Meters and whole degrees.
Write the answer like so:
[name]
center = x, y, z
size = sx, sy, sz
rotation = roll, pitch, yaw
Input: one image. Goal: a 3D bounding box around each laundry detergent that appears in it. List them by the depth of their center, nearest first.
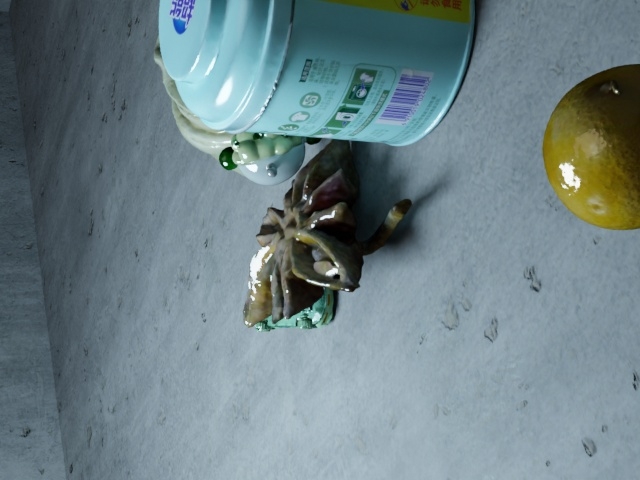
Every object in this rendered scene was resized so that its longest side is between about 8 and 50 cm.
[laundry detergent]
center = -0.021, -0.264, 1.172
size = 0.287, 0.305, 0.287
rotation = -7, 82, 62

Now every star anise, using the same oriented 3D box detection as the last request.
[star anise]
center = -0.002, -0.002, 1.319
size = 0.349, 0.109, 0.292
rotation = -50, 40, 32

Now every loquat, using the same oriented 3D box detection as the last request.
[loquat]
center = 0.255, -0.081, 0.828
size = 0.141, 0.141, 0.141
rotation = -5, 85, 62

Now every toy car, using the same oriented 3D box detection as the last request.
[toy car]
center = -0.044, 0.090, 1.464
size = 0.186, 0.058, 0.093
rotation = -9, 77, 50

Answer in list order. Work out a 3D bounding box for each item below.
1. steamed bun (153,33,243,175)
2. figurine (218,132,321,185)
[steamed bun]
center = -0.149, -0.274, 1.506
size = 0.324, 0.219, 0.310
rotation = -34, 59, 58
[figurine]
center = -0.067, -0.126, 1.344
size = 0.197, 0.147, 0.093
rotation = -79, -28, -81
